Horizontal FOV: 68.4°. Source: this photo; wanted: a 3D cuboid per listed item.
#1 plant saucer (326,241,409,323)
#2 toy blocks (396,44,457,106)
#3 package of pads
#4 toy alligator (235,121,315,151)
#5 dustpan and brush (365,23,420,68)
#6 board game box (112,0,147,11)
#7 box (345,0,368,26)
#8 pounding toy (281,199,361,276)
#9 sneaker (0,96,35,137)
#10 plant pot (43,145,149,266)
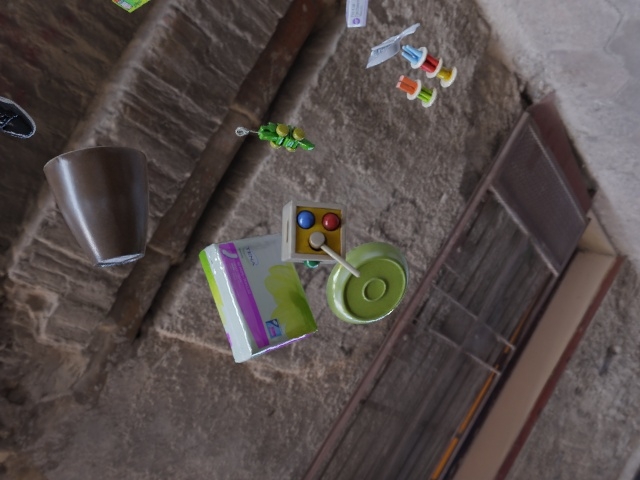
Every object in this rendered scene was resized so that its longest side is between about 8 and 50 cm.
[{"bbox_3d":[0.134,0.120,1.223,0.241,0.241,0.037,31,-173,-29],"label":"plant saucer"},{"bbox_3d":[0.235,-0.400,1.137,0.148,0.123,0.054,19,-133,-27],"label":"toy blocks"},{"bbox_3d":[-0.152,0.133,1.210,0.229,0.101,0.296,-11,-106,-44],"label":"package of pads"},{"bbox_3d":[-0.101,-0.248,1.079,0.190,0.051,0.056,9,148,-23],"label":"toy alligator"},{"bbox_3d":[0.250,-0.681,1.629,0.060,0.211,0.147,61,-154,-30],"label":"dustpan and brush"},{"bbox_3d":[-0.336,-0.533,0.928,0.181,0.092,0.043,-5,165,37],"label":"board game box"},{"bbox_3d":[0.121,-0.822,1.460,0.067,0.063,0.324,-4,152,-4],"label":"box"},{"bbox_3d":[0.000,0.000,0.900,0.130,0.141,0.100,4,172,-17],"label":"pounding toy"},{"bbox_3d":[-0.727,-0.274,0.996,0.217,0.079,0.121,39,-162,-36],"label":"sneaker"},{"bbox_3d":[-0.478,-0.064,1.061,0.215,0.216,0.230,45,-151,-83],"label":"plant pot"}]
